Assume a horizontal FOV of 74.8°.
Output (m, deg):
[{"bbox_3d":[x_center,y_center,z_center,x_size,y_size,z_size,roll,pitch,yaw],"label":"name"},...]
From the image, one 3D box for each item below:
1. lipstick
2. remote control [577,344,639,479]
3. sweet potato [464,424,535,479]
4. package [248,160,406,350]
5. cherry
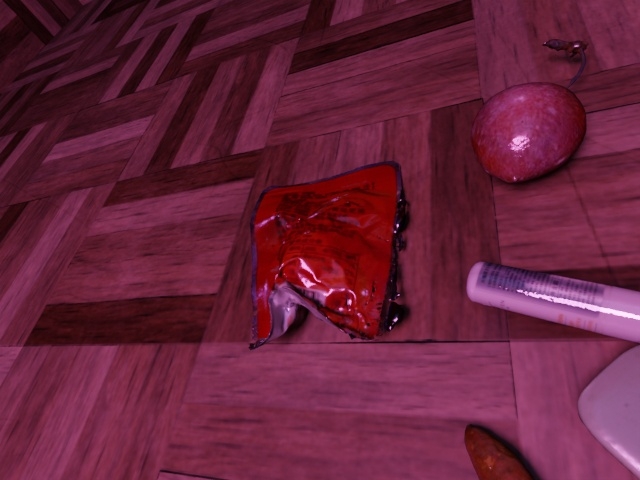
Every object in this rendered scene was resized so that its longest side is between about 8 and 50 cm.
[{"bbox_3d":[0.196,0.048,0.346,0.141,0.040,0.040,13,62,35],"label":"lipstick"},{"bbox_3d":[0.282,0.180,0.199,0.090,0.038,0.309,-38,47,-3],"label":"remote control"},{"bbox_3d":[0.117,0.235,0.233,0.078,0.058,0.255,-22,40,39],"label":"sweet potato"},{"bbox_3d":[0.000,0.000,0.470,0.194,0.071,0.269,-1,50,9],"label":"package"},{"bbox_3d":[0.227,-0.144,0.452,0.107,0.090,0.225,-6,43,42],"label":"cherry"}]
